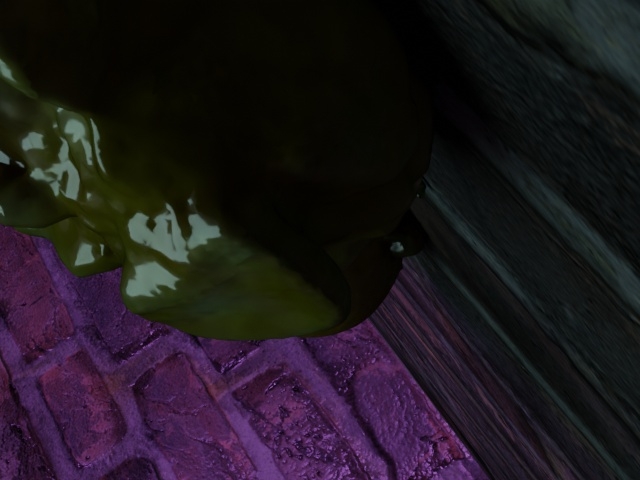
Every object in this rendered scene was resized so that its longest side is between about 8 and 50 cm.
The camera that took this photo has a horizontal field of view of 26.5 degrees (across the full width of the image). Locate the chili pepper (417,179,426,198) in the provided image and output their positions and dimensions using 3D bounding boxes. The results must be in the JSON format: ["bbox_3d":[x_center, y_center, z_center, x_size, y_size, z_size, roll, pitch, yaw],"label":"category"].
[{"bbox_3d":[0.051,-0.057,0.980,0.083,0.017,0.030,52,177,41],"label":"chili pepper"}]

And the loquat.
[{"bbox_3d":[0.000,0.000,1.195,0.149,0.204,0.172,40,-126,-54],"label":"loquat"}]

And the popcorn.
[{"bbox_3d":[-0.089,-0.112,0.719,0.334,0.294,0.292,26,151,-27],"label":"popcorn"}]
